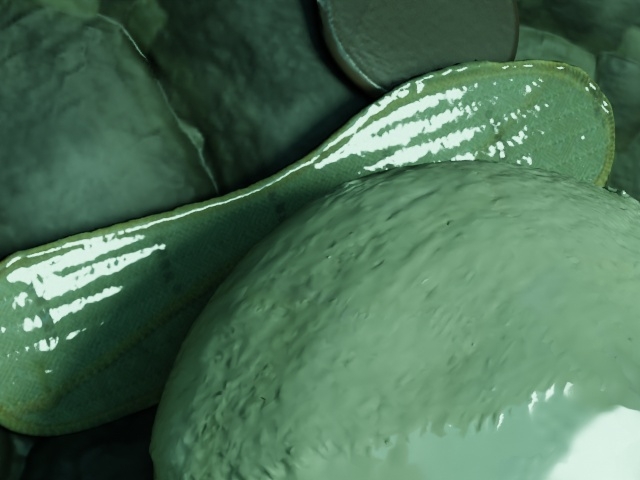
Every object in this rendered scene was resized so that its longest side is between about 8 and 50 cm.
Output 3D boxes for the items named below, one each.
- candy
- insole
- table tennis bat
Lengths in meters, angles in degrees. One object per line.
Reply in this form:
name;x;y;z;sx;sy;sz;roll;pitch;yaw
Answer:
candy;0.072;0.094;0.621;0.295;0.185;0.295;8;73;-26
insole;0.000;0.000;0.702;0.348;0.009;0.119;-20;100;-21
table tennis bat;0.043;-0.136;0.697;0.170;0.119;0.107;28;71;-15
